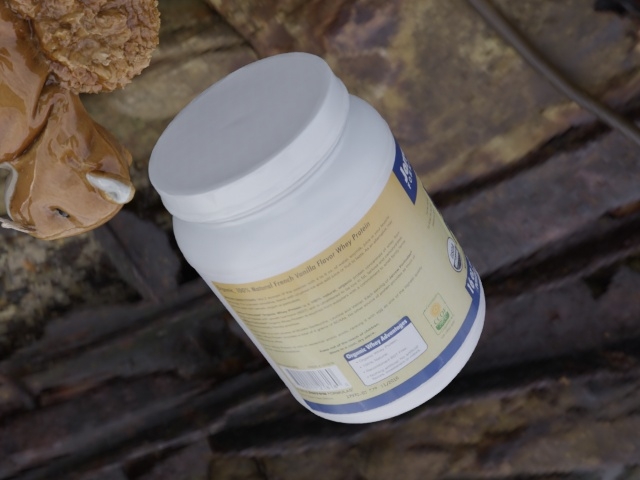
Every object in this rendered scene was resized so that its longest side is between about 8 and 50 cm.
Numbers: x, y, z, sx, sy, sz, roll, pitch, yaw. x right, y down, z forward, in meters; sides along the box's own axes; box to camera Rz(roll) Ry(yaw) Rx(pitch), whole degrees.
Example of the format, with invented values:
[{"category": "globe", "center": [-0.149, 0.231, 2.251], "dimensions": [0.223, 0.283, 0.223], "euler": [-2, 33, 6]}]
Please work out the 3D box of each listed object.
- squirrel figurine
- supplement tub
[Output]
[{"category": "squirrel figurine", "center": [-0.356, -0.199, 1.576], "dimensions": [0.370, 0.281, 0.397], "euler": [40, 93, -15]}, {"category": "supplement tub", "center": [0.000, 0.000, 1.219], "dimensions": [0.228, 0.228, 0.316], "euler": [-32, 124, 3]}]
